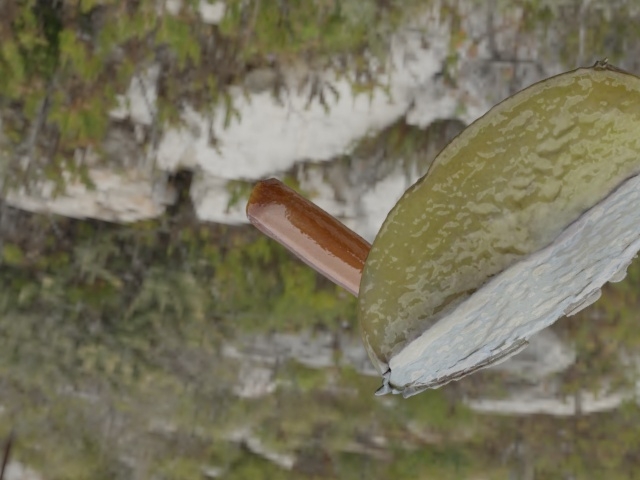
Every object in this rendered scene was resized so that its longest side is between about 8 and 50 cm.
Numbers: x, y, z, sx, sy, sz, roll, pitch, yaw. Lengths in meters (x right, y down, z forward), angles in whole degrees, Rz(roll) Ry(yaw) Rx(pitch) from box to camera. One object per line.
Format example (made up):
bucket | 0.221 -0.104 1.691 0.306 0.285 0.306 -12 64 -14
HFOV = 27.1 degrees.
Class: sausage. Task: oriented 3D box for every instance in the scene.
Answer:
sausage | 0.000 0.000 0.988 0.131 0.039 0.041 37 172 -14

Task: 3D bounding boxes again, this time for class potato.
potato | 0.124 -0.010 0.799 0.243 0.098 0.138 -38 153 16
